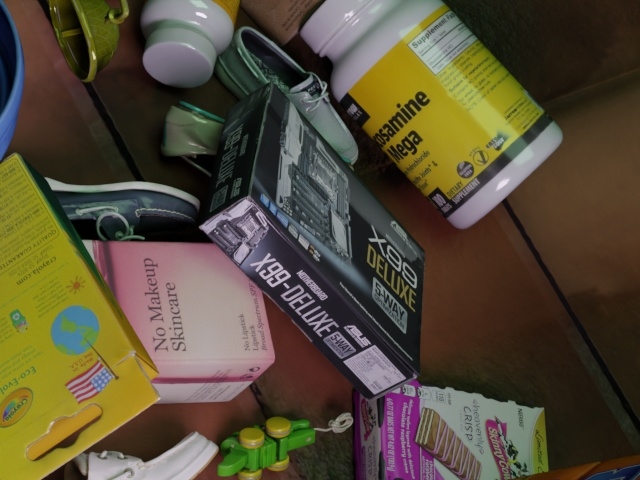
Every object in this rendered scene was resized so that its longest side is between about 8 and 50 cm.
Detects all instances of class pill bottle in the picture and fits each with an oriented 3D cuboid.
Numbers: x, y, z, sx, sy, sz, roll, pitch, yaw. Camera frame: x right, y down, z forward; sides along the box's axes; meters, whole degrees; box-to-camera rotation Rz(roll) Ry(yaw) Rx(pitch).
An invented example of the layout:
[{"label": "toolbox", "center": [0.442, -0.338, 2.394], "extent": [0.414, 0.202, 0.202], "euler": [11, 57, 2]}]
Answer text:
[{"label": "pill bottle", "center": [-0.159, -0.295, 2.050], "extent": [0.118, 0.117, 0.208], "euler": [22, 55, -19]}, {"label": "pill bottle", "center": [0.135, -0.191, 2.123], "extent": [0.334, 0.188, 0.188], "euler": [47, 50, 1]}]

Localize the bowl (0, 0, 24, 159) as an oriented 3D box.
[{"label": "bowl", "center": [-0.497, -0.150, 1.692], "extent": [0.391, 0.077, 0.391], "euler": [1, 51, -1]}]

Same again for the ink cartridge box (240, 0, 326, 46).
[{"label": "ink cartridge box", "center": [0.026, -0.379, 2.133], "extent": [0.088, 0.235, 0.193], "euler": [47, 51, 0]}]

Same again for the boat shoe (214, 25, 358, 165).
[{"label": "boat shoe", "center": [-0.035, -0.179, 2.081], "extent": [0.227, 0.081, 0.079], "euler": [41, 51, -4]}]

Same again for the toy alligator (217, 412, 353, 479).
[{"label": "toy alligator", "center": [-0.050, 0.222, 1.866], "extent": [0.190, 0.056, 0.051], "euler": [-18, 34, -37]}]

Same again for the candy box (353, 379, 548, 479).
[{"label": "candy box", "center": [0.156, 0.259, 1.952], "extent": [0.233, 0.071, 0.159], "euler": [14, 58, -25]}]

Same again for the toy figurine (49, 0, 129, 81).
[{"label": "toy figurine", "center": [-0.252, -0.389, 2.012], "extent": [0.217, 0.191, 0.362], "euler": [-15, 73, -41]}]

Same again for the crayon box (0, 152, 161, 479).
[{"label": "crayon box", "center": [-0.303, 0.096, 1.656], "extent": [0.202, 0.081, 0.318], "euler": [-33, 65, 1]}]

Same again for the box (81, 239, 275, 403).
[{"label": "box", "center": [-0.187, 0.090, 1.807], "extent": [0.232, 0.127, 0.148], "euler": [1, 64, -31]}]

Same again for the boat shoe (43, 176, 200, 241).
[{"label": "boat shoe", "center": [-0.255, -0.021, 1.850], "extent": [0.255, 0.095, 0.079], "euler": [5, 60, -27]}]

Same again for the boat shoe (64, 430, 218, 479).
[{"label": "boat shoe", "center": [-0.226, 0.257, 1.707], "extent": [0.277, 0.098, 0.096], "euler": [-31, 83, -38]}]

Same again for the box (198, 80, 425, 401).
[{"label": "box", "center": [0.000, 0.000, 1.900], "extent": [0.307, 0.077, 0.242], "euler": [47, 28, -25]}]

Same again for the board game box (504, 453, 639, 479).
[{"label": "board game box", "center": [0.255, 0.457, 1.670], "extent": [0.356, 0.356, 0.356], "euler": [-27, 93, -39]}]

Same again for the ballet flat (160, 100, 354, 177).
[{"label": "ballet flat", "center": [-0.081, -0.096, 2.018], "extent": [0.248, 0.086, 0.086], "euler": [18, 56, -19]}]
